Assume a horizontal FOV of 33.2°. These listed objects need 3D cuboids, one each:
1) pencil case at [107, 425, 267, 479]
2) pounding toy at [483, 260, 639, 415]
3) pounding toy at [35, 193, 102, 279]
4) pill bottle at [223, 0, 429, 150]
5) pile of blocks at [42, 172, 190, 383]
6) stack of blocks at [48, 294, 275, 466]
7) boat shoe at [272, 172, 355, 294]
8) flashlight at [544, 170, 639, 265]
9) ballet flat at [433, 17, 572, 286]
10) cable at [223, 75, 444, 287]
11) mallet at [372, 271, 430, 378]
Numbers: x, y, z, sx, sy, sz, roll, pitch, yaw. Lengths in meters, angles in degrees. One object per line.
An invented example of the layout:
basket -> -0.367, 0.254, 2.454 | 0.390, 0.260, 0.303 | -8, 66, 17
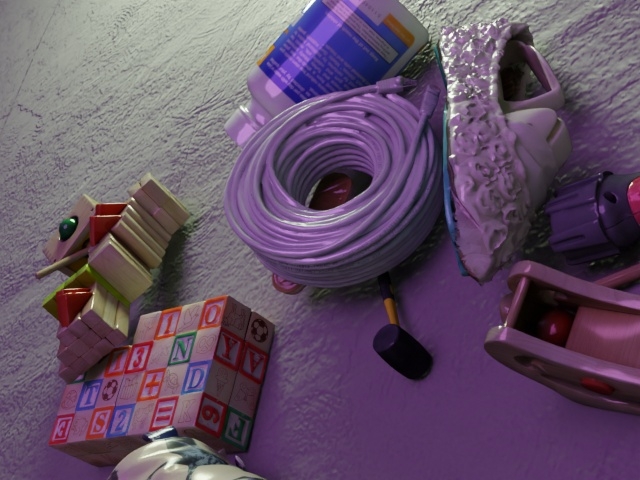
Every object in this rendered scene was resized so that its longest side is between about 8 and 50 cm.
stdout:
pencil case -> -0.057, 0.308, 1.059 | 0.183, 0.159, 0.410 | -41, 30, -28
pounding toy -> 0.247, 0.056, 0.934 | 0.270, 0.154, 0.154 | 4, 66, 48
pounding toy -> -0.347, 0.016, 1.612 | 0.130, 0.141, 0.100 | -54, 37, 1
pill bottle -> 0.001, -0.215, 1.407 | 0.272, 0.152, 0.152 | -47, 38, 8
pile of blocks -> -0.303, 0.029, 1.493 | 0.149, 0.112, 0.362 | -28, 26, 33
stack of blocks -> -0.207, 0.186, 1.374 | 0.297, 0.087, 0.171 | -16, 51, 40
boat shoe -> 0.000, 0.000, 1.322 | 0.063, 0.059, 0.170 | 19, 70, 30
flashlight -> 0.347, -0.047, 0.951 | 0.304, 0.103, 0.103 | -19, 55, 36
ballet flat -> 0.190, -0.125, 1.120 | 0.147, 0.147, 0.408 | -33, 30, 26
cable -> 0.018, -0.065, 1.259 | 0.257, 0.089, 0.257 | -4, 54, 19
mallet -> 0.072, 0.069, 1.186 | 0.039, 0.062, 0.189 | -36, 40, 19
